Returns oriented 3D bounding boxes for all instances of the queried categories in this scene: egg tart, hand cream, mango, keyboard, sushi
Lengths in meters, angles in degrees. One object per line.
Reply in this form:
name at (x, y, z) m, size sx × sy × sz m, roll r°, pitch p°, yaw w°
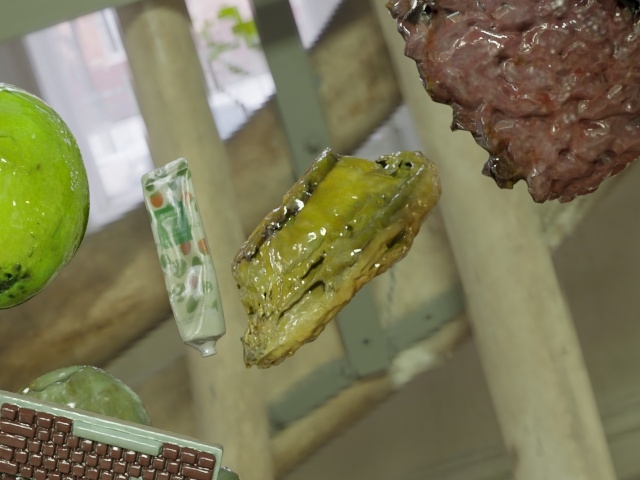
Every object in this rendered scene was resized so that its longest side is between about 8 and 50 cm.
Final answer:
egg tart at (0.000, 0.000, 1.555) m, size 0.294 × 0.123 × 0.294 m, roll -46°, pitch 5°, yaw 5°
hand cream at (-0.112, 0.016, 1.269) m, size 0.057 × 0.165 × 0.037 m, roll -20°, pitch -8°, yaw 37°
mango at (-0.192, -0.034, 0.891) m, size 0.100 × 0.119 × 0.178 m, roll -48°, pitch 24°, yaw 29°
keyboard at (-0.133, 0.106, 0.745) m, size 0.165 × 0.055 × 0.017 m, roll 14°, pitch 24°, yaw 1°
sushi at (0.170, -0.176, 1.129) m, size 0.171 × 0.270 × 0.236 m, roll -34°, pitch 14°, yaw 28°

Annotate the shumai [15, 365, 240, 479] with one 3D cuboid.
shumai at (-0.249, 0.341, 1.704) m, size 0.330 × 0.288 × 0.292 m, roll -44°, pitch 56°, yaw -2°
